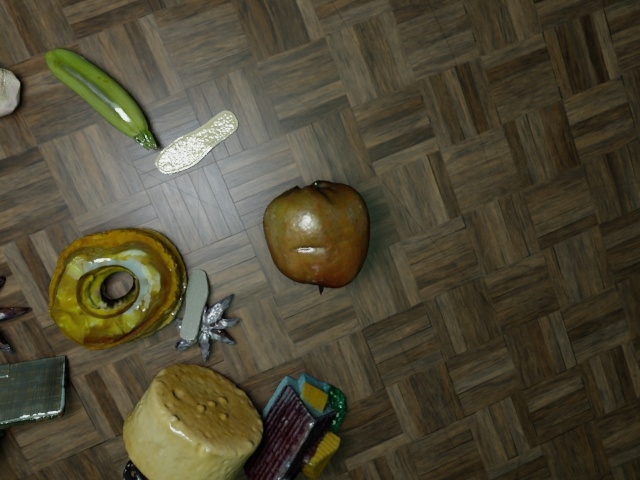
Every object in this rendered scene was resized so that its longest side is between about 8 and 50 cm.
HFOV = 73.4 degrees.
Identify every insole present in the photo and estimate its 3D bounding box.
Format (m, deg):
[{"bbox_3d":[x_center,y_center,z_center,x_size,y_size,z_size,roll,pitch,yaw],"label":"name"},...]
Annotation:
[{"bbox_3d":[-0.336,0.170,1.148,0.063,0.010,0.192,3,70,5],"label":"insole"},{"bbox_3d":[-0.326,-0.258,1.140,0.247,0.011,0.081,-36,99,-2],"label":"insole"}]

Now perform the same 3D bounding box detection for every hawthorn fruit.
[{"bbox_3d":[0.000,0.000,1.090,0.267,0.268,0.301,-12,107,-6],"label":"hawthorn fruit"}]

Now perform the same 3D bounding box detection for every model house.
[{"bbox_3d":[-0.053,0.541,1.149,0.229,0.249,0.281,30,92,-10],"label":"model house"}]

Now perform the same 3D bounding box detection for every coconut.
[{"bbox_3d":[-0.781,-0.349,1.021,0.110,0.110,0.125,9,92,-8],"label":"coconut"}]

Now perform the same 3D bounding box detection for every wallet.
[{"bbox_3d":[-0.806,0.388,1.058,0.316,0.169,0.044,-5,140,-21],"label":"wallet"}]

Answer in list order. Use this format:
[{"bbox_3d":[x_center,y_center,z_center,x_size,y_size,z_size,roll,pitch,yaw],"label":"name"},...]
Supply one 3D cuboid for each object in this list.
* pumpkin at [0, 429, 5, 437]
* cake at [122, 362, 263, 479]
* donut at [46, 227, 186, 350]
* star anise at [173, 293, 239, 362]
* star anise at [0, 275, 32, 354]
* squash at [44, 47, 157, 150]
[{"bbox_3d":[-0.894,0.502,1.077,0.150,0.194,0.194,-20,100,-34],"label":"pumpkin"},{"bbox_3d":[-0.352,0.525,1.079,0.332,0.332,0.321,32,98,-10],"label":"cake"},{"bbox_3d":[-0.517,0.115,1.086,0.329,0.160,0.330,0,89,-5],"label":"donut"},{"bbox_3d":[-0.311,0.239,1.175,0.204,0.061,0.181,-24,99,-4],"label":"star anise"},{"bbox_3d":[-0.878,0.197,1.059,0.271,0.102,0.272,2,86,-21],"label":"star anise"},{"bbox_3d":[-0.529,-0.354,1.066,0.341,0.094,0.094,42,90,-7],"label":"squash"}]
